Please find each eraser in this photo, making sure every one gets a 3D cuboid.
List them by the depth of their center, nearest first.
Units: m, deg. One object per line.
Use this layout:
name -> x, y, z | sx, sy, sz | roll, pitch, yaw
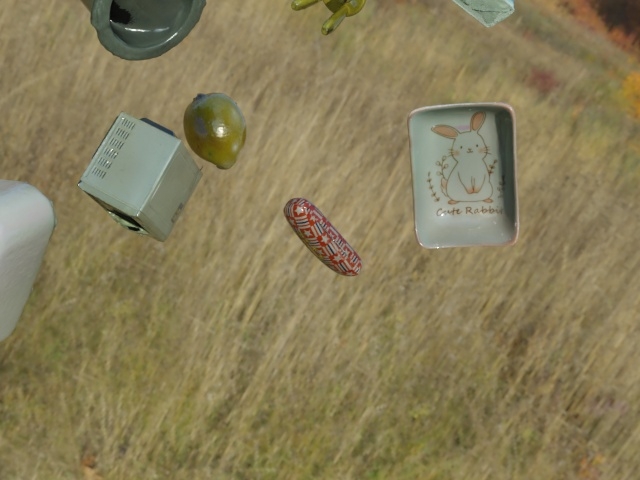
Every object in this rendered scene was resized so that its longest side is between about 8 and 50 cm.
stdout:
eraser -> -0.576, 0.010, 1.451 | 0.331, 0.331, 0.150 | 32, 26, 8

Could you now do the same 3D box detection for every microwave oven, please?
microwave oven -> -0.297, -0.103, 1.481 | 0.129, 0.163, 0.205 | 26, -10, 7

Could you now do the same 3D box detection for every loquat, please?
loquat -> -0.253, -0.265, 2.163 | 0.195, 0.152, 0.152 | 67, 19, -3

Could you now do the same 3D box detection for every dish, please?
dish -> 0.209, -0.098, 1.299 | 0.151, 0.212, 0.077 | -2, 20, 13

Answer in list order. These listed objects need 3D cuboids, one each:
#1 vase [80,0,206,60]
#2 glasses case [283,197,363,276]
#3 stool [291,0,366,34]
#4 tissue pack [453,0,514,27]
vase -> -0.394, -0.535, 1.765 | 0.245, 0.245, 0.291 | 6, 37, -51
glasses case -> 0.000, 0.000, 1.634 | 0.073, 0.049, 0.194 | 0, -41, 51
stool -> 0.021, -0.489, 1.794 | 0.135, 0.134, 0.110 | 2, 27, 34
tissue pack -> 0.279, -0.547, 1.648 | 0.177, 0.089, 0.263 | 26, 52, -36
